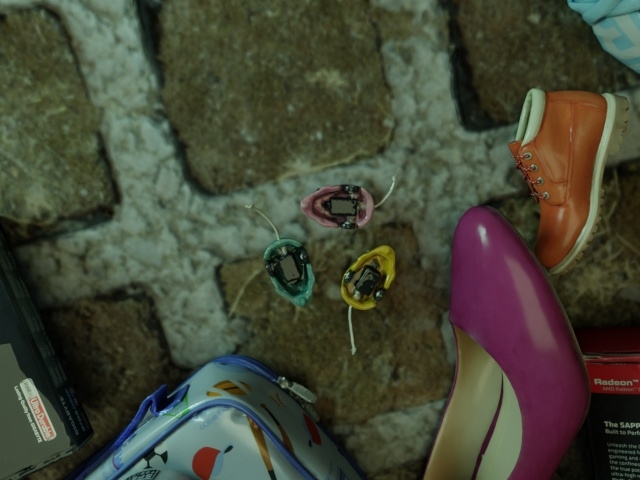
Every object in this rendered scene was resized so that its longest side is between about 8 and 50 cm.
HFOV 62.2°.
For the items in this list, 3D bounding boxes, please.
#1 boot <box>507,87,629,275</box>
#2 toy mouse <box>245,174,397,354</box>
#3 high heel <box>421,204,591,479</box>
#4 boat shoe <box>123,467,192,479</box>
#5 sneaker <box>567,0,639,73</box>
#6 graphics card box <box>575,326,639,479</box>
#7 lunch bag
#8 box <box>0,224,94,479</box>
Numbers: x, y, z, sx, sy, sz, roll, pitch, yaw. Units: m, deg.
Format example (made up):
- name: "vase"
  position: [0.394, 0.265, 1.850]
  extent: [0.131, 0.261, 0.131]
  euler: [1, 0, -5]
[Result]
- name: "boot"
  position: [0.195, -0.051, 0.453]
  extent: [0.085, 0.059, 0.157]
  euler: [11, 93, -1]
- name: "toy mouse"
  position: [0.000, 0.000, 0.467]
  extent: [0.143, 0.031, 0.160]
  euler: [25, 100, -7]
- name: "high heel"
  position: [0.121, 0.165, 0.453]
  extent: [0.182, 0.127, 0.377]
  euler: [-19, 105, -7]
- name: "boat shoe"
  position: [-0.055, 0.306, 0.377]
  extent: [0.113, 0.105, 0.306]
  euler: [-32, 97, 8]
- name: "sneaker"
  position: [0.232, -0.199, 0.380]
  extent: [0.366, 0.135, 0.150]
  euler: [6, 99, -2]
- name: "graphics card box"
  position: [0.363, 0.251, 0.443]
  extent: [0.233, 0.094, 0.370]
  euler: [-9, 96, 26]
- name: "lunch bag"
  position: [-0.108, 0.254, 0.479]
  extent: [0.303, 0.115, 0.243]
  euler: [-41, 98, 7]
- name: "box"
  position: [-0.317, 0.106, 0.431]
  extent: [0.175, 0.051, 0.220]
  euler: [-24, 89, -10]
